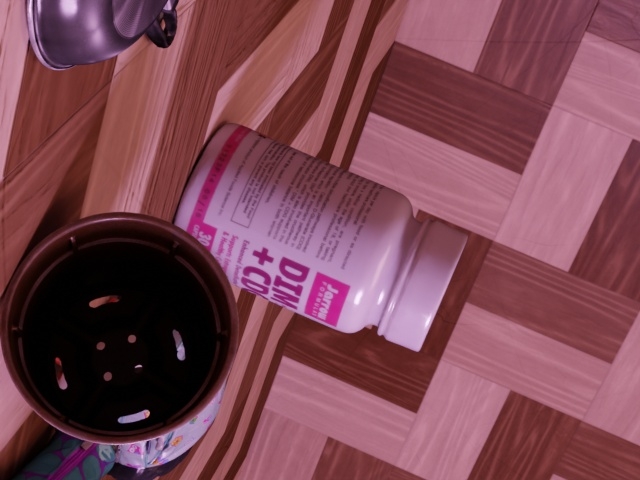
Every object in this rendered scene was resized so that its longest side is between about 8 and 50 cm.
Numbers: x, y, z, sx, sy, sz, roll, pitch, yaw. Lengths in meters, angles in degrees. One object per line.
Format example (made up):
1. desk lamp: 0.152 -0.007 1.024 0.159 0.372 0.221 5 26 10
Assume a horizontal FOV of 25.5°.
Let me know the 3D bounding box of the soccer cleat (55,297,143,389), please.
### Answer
1. soccer cleat: -0.179 0.106 1.280 0.196 0.076 0.068 -54 166 -68

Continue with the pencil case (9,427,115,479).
1. pencil case: -0.236 0.213 1.247 0.070 0.064 0.152 -52 -179 20

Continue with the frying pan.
1. frying pan: -0.123 -0.159 0.915 0.326 0.053 0.197 98 17 -59

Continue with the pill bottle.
1. pill bottle: 0.000 0.000 1.487 0.160 0.283 0.160 23 90 -84

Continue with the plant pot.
1. plant pot: -0.151 0.077 1.073 0.165 0.167 0.167 121 -6 -76

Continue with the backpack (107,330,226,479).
1. backpack: -0.160 0.147 1.446 0.152 0.115 0.182 -54 164 -55
